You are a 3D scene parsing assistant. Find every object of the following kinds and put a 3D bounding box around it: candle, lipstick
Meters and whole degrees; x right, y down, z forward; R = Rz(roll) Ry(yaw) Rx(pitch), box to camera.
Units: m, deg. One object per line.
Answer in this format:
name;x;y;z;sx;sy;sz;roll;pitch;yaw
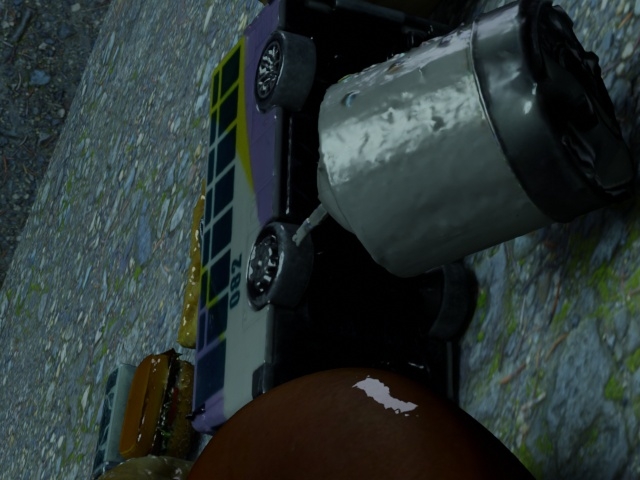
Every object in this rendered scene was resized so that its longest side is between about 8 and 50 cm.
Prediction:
candle;0.087;-0.066;1.452;0.330;0.187;0.187;-22;48;27
lipstick;-0.283;0.318;2.509;0.077;0.076;0.290;131;150;-55

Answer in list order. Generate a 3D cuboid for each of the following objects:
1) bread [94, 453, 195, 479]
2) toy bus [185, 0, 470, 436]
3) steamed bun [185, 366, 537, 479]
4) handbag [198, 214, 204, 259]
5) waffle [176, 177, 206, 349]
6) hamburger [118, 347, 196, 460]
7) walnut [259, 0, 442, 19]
bread;-0.223;0.383;2.143;0.195;0.176;0.246;-61;23;28
toy bus;0.000;0.000;1.735;0.249;0.209;0.440;-40;43;55
steamed bun;0.066;0.257;1.312;0.248;0.235;0.379;-39;34;6
handbag;-0.058;0.073;1.943;0.062;0.179;0.229;-28;43;21
waffle;-0.118;0.007;2.320;0.221;0.055;0.248;144;137;-61
hamburger;-0.210;0.229;2.357;0.137;0.087;0.166;152;131;-65
walnut;0.034;-0.353;1.862;0.313;0.277;0.252;-47;-3;43
